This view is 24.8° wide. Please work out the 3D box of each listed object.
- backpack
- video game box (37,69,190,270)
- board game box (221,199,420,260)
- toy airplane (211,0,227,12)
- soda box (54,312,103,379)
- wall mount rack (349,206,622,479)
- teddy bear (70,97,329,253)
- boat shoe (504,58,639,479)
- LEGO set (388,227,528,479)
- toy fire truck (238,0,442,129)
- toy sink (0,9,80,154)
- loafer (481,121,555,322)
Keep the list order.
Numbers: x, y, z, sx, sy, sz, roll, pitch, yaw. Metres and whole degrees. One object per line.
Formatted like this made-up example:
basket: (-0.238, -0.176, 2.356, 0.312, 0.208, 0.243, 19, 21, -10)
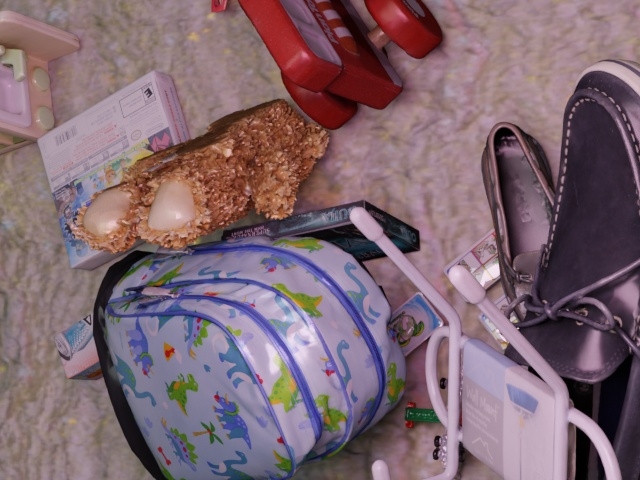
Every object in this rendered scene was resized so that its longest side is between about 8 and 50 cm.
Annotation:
backpack: (-0.076, 0.131, 1.537, 0.356, 0.273, 0.290, -13, 100, 32)
video game box: (-0.251, -0.086, 1.834, 0.205, 0.048, 0.187, -26, 69, 26)
board game box: (0.000, 0.000, 1.623, 0.186, 0.126, 0.026, -12, 69, 30)
toy airplane: (-0.136, -0.350, 1.813, 0.151, 0.028, 0.151, -6, 79, 31)
soda box: (-0.239, 0.107, 1.793, 0.183, 0.058, 0.063, -31, 69, 23)
wall mount rack: (0.130, 0.132, 1.316, 0.350, 0.130, 0.304, -148, 52, -62)
teddy bear: (-0.123, -0.054, 1.607, 0.245, 0.338, 0.113, -16, 104, 17)
boat shoe: (0.264, 0.082, 1.362, 0.187, 0.156, 0.500, -163, 71, -64)
LEGO set: (0.153, 0.132, 1.570, 0.244, 0.060, 0.182, -40, 64, 7)
toy fire truck: (-0.023, -0.274, 1.601, 0.169, 0.254, 0.302, -38, 66, 21)
toy sink: (-0.440, -0.189, 1.902, 0.234, 0.153, 0.131, -16, 75, 27)
loafer: (0.221, 0.002, 1.503, 0.096, 0.084, 0.267, -20, 71, 9)
